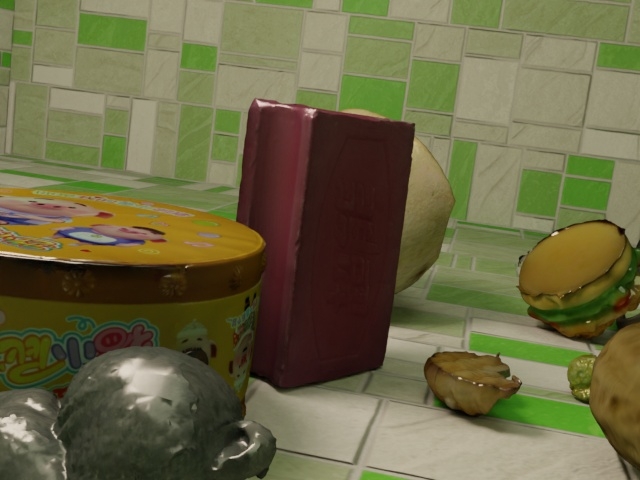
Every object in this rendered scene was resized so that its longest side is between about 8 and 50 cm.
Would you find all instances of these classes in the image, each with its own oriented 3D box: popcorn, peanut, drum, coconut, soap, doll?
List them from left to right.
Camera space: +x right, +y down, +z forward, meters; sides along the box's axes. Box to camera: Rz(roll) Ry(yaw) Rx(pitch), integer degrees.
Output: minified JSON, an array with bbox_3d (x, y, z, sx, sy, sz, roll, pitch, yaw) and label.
[{"bbox_3d":[-0.209,0.189,0.614,0.340,0.158,0.246,-26,26,-15],"label":"doll"},{"bbox_3d":[-0.272,0.079,0.938,0.431,0.214,0.431,8,10,-1],"label":"drum"},{"bbox_3d":[0.000,0.000,1.170,0.128,0.359,0.233,13,10,39],"label":"soap"},{"bbox_3d":[0.068,-0.052,1.619,0.415,0.344,0.415,-2,35,2],"label":"coconut"},{"bbox_3d":[0.379,0.197,1.211,0.068,0.059,0.083,33,22,-27],"label":"popcorn"},{"bbox_3d":[0.408,0.202,0.867,0.192,0.169,0.387,35,7,-16],"label":"peanut"}]

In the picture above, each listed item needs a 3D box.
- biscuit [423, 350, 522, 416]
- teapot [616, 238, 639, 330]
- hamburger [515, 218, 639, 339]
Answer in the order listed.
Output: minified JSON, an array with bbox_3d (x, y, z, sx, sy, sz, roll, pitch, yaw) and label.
[{"bbox_3d":[0.192,0.185,1.121,0.118,0.061,0.183,6,7,6],"label":"biscuit"},{"bbox_3d":[0.717,0.090,1.657,0.300,0.253,0.344,-25,3,21],"label":"teapot"},{"bbox_3d":[0.492,0.083,1.592,0.237,0.149,0.237,-29,22,13],"label":"hamburger"}]
